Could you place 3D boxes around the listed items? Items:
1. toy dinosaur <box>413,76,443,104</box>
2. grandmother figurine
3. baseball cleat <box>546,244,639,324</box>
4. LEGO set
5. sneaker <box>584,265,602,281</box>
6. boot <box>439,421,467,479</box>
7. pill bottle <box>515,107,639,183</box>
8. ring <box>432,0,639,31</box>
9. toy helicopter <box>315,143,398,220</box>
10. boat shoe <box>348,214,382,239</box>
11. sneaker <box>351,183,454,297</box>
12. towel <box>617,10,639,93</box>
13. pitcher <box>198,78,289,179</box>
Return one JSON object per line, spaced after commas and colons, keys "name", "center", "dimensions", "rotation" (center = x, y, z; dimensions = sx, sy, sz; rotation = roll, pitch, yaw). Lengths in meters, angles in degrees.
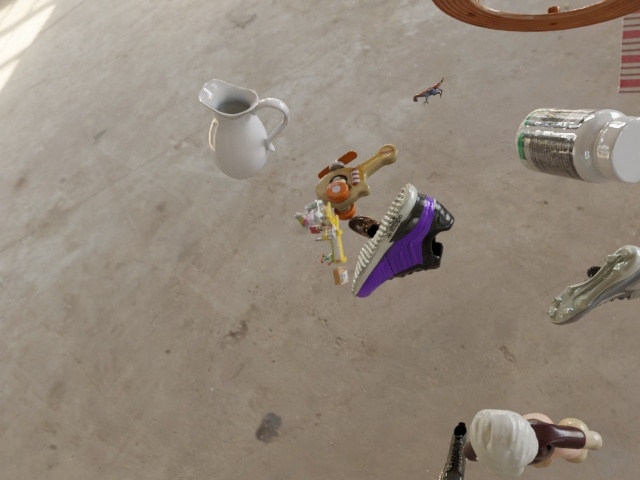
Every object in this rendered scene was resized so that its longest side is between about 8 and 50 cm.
{"name": "toy dinosaur", "center": [0.314, -0.430, 1.560], "dimensions": [0.082, 0.047, 0.090], "rotation": [6, 90, 7]}
{"name": "grandmother figurine", "center": [0.316, 0.310, 0.828], "dimensions": [0.207, 0.342, 0.104], "rotation": [-29, 57, 22]}
{"name": "baseball cleat", "center": [0.519, 0.100, 0.971], "dimensions": [0.206, 0.109, 0.072], "rotation": [-52, 21, 35]}
{"name": "LEGO set", "center": [0.000, 0.000, 1.521], "dimensions": [0.107, 0.287, 0.132], "rotation": [-7, 41, 16]}
{"name": "sneaker", "center": [0.754, 0.107, 1.368], "dimensions": [0.170, 0.089, 0.051], "rotation": [19, 77, 52]}
{"name": "boot", "center": [0.392, 0.645, 1.561], "dimensions": [0.076, 0.137, 0.198], "rotation": [5, 29, 15]}
{"name": "pill bottle", "center": [0.755, -0.274, 1.532], "dimensions": [0.204, 0.204, 0.361], "rotation": [-40, 24, -5]}
{"name": "ring", "center": [0.324, -0.375, 0.766], "dimensions": [0.336, 0.336, 0.032], "rotation": [6, 93, 33]}
{"name": "toy helicopter", "center": [0.135, -0.257, 2.020], "dimensions": [0.355, 0.140, 0.235], "rotation": [-35, 50, -6]}
{"name": "boat shoe", "center": [0.186, -0.042, 1.921], "dimensions": [0.206, 0.073, 0.073], "rotation": [14, 19, 29]}
{"name": "sneaker", "center": [0.169, 0.034, 1.083], "dimensions": [0.146, 0.293, 0.102], "rotation": [24, 39, -6]}
{"name": "towel", "center": [0.732, -0.421, 1.158], "dimensions": [0.144, 0.029, 0.197], "rotation": [4, 97, 24]}
{"name": "pitcher", "center": [-0.148, -0.219, 1.100], "dimensions": [0.177, 0.207, 0.126], "rotation": [11, 57, 7]}
